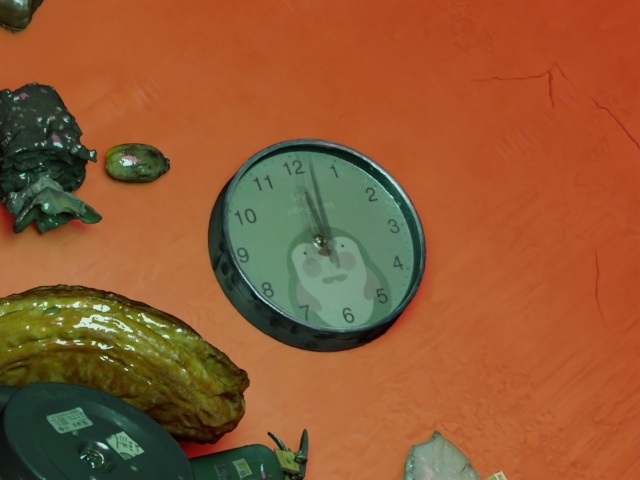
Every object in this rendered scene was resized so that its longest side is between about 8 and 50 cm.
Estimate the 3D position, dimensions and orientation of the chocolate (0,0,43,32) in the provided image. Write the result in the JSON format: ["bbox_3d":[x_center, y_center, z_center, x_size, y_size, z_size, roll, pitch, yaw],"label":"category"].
[{"bbox_3d":[-0.449,-0.416,1.961,0.148,0.093,0.214,23,58,-12],"label":"chocolate"}]

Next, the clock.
[{"bbox_3d":[-0.001,0.000,1.949,0.319,0.066,0.318,9,61,-17],"label":"clock"}]

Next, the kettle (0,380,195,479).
[{"bbox_3d":[-0.343,0.325,1.518,0.321,0.324,0.228,37,21,15],"label":"kettle"}]

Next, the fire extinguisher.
[{"bbox_3d":[-0.145,0.311,1.714,0.311,0.095,0.114,-7,58,-25],"label":"fire extinguisher"}]

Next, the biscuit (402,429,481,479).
[{"bbox_3d":[0.166,0.395,1.831,0.141,0.038,0.289,20,59,-12],"label":"biscuit"}]

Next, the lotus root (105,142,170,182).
[{"bbox_3d":[-0.253,-0.108,1.910,0.099,0.049,0.054,1,63,-28],"label":"lotus root"}]

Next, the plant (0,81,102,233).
[{"bbox_3d":[-0.373,-0.101,1.809,0.142,0.131,0.203,-18,74,-32],"label":"plant"}]

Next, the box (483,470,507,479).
[{"bbox_3d":[0.254,0.365,1.870,0.015,0.058,0.093,-22,74,-26],"label":"box"}]

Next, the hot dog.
[{"bbox_3d":[-0.272,0.144,1.664,0.388,0.267,0.174,10,92,-15],"label":"hot dog"}]
